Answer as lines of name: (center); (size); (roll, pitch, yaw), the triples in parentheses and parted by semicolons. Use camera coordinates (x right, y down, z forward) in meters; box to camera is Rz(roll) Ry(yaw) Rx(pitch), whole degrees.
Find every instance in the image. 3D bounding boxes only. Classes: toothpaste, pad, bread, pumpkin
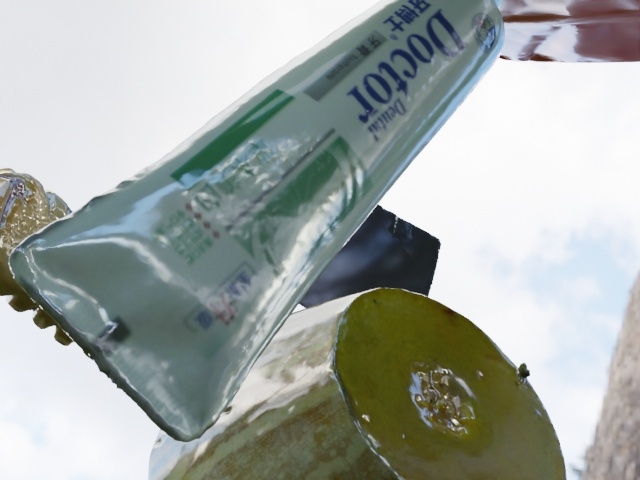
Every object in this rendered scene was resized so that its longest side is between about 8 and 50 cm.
toothpaste: (0.002, -0.029, 0.386); (0.064, 0.218, 0.041); (47, -43, -2)
pad: (0.000, 0.000, 1.242); (0.243, 0.163, 0.004); (30, -42, -12)
bread: (-0.276, 0.031, 1.369); (0.081, 0.134, 0.225); (-23, -55, 41)
pumpkin: (0.037, 0.111, 0.608); (0.217, 0.217, 0.110); (25, -43, -9)

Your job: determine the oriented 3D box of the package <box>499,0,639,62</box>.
package: (0.226, -0.191, 0.787); (0.423, 0.123, 0.196); (3, -8, 33)
